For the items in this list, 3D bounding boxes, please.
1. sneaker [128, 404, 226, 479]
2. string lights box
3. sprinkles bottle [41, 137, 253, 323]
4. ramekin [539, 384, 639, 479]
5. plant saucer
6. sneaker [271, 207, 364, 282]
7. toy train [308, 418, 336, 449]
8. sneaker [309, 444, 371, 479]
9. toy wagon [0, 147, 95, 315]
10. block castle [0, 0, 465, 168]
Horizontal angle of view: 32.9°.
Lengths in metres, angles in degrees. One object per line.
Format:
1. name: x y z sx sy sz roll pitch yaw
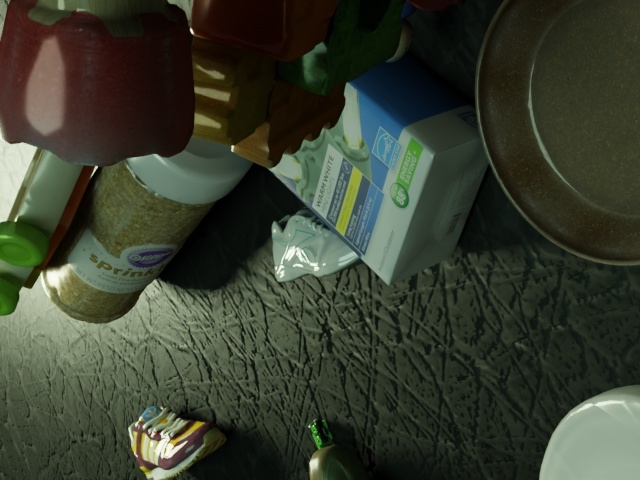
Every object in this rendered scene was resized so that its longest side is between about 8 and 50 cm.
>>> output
1. sneaker: -0.179 0.231 1.276 0.084 0.069 0.185 59 142 4
2. string lights box: 0.012 -0.102 0.865 0.260 0.077 0.133 44 138 29
3. sprinkles bottle: -0.185 -0.032 1.110 0.121 0.121 0.355 60 143 11
4. ramekin: 0.256 0.199 0.628 0.273 0.127 0.273 47 145 48
5. plant saucer: 0.185 -0.083 0.694 0.198 0.036 0.198 27 128 42
6. sneaker: 0.000 0.000 0.952 0.152 0.054 0.061 -10 97 53
7. toy train: 0.010 0.216 1.077 0.024 0.017 0.083 -27 86 64
8. sneaker: 0.065 0.273 1.005 0.086 0.064 0.192 -27 86 46
9. toy wagon: -0.272 -0.084 1.115 0.344 0.068 0.267 -44 29 50
10. block castle: -0.099 -0.185 0.621 0.303 0.453 0.213 20 118 19
